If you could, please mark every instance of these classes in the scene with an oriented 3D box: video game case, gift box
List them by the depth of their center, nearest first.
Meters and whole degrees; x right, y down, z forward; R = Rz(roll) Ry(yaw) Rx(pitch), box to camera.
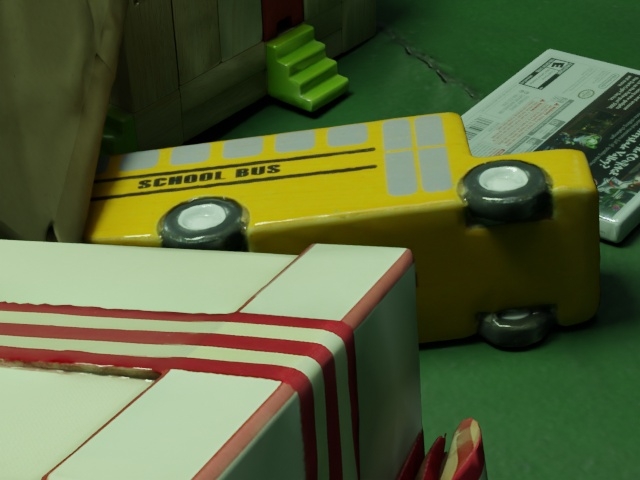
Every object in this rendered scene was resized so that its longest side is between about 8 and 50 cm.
[{"bbox_3d":[-0.074,0.151,0.530,0.258,0.276,0.255,2,23,21],"label":"gift box"},{"bbox_3d":[0.190,-0.075,0.981,0.173,0.022,0.190,21,44,36],"label":"video game case"}]

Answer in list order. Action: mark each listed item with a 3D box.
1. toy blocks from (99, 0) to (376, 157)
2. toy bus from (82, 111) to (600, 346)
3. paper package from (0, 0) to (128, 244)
[{"bbox_3d":[-0.083,-0.240,1.043,0.190,0.261,0.381,25,43,33],"label":"toy blocks"},{"bbox_3d":[0.000,0.000,0.841,0.332,0.108,0.130,-7,33,3],"label":"toy bus"},{"bbox_3d":[-0.306,-0.095,0.824,0.324,0.168,0.310,-12,52,21],"label":"paper package"}]
